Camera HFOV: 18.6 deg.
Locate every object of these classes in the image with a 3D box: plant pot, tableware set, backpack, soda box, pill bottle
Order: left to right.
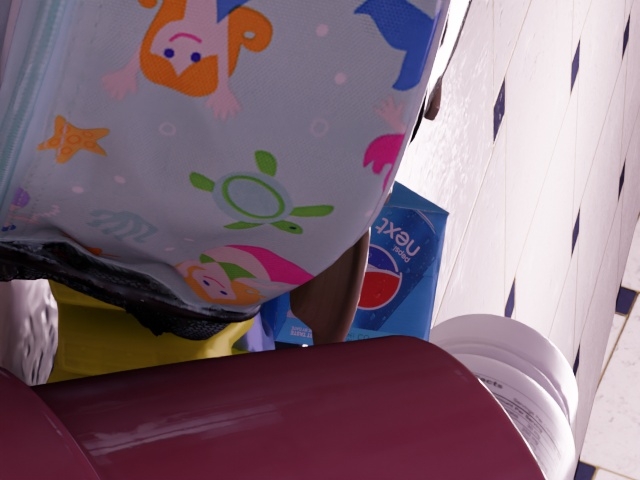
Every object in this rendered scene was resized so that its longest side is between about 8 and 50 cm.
[{"bbox_3d":[-0.044,-0.095,0.515,0.253,0.191,0.225,166,-61,-71],"label":"backpack"},{"bbox_3d":[-0.031,0.116,0.572,0.180,0.201,0.201,-20,130,-24],"label":"plant pot"},{"bbox_3d":[0.000,0.000,0.922,0.210,0.071,0.067,-140,-122,-77],"label":"soda box"},{"bbox_3d":[0.015,-0.044,0.649,0.169,0.020,0.141,116,-18,-44],"label":"tableware set"},{"bbox_3d":[0.090,0.180,1.378,0.283,0.160,0.160,-58,154,-55],"label":"pill bottle"}]

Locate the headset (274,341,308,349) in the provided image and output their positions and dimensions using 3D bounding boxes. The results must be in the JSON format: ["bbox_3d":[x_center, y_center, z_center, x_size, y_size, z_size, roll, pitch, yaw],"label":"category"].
[{"bbox_3d":[0.009,0.219,1.036,0.243,0.185,0.394,64,27,-66],"label":"headset"}]

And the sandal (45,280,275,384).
[{"bbox_3d":[-0.058,0.038,0.793,0.138,0.126,0.317,-58,156,-65],"label":"sandal"}]
